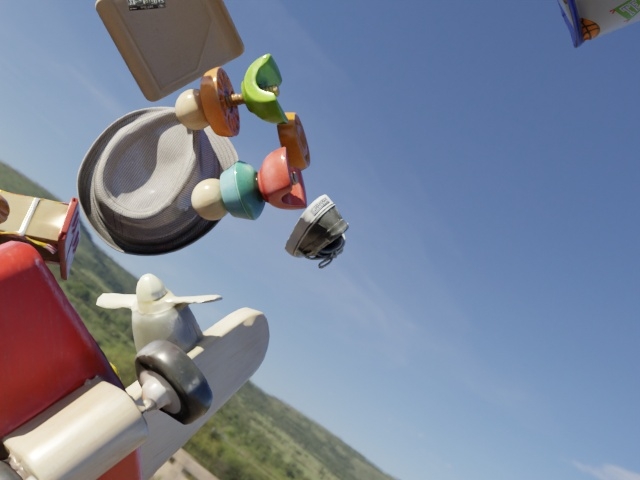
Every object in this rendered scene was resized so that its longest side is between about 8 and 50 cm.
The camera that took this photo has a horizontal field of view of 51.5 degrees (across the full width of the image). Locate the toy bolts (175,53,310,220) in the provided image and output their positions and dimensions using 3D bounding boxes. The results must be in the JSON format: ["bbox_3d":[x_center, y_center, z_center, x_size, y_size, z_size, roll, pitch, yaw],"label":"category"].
[{"bbox_3d":[-0.113,-0.123,0.993,0.159,0.228,0.218,-13,-26,10],"label":"toy bolts"}]

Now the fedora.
[{"bbox_3d":[-0.255,-0.114,1.040,0.244,0.275,0.124,36,-18,1],"label":"fedora"}]

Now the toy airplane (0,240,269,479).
[{"bbox_3d":[-0.226,0.191,0.539,0.273,0.384,0.386,29,0,27],"label":"toy airplane"}]

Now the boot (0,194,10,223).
[{"bbox_3d":[-0.523,-0.083,0.759,0.284,0.108,0.220,7,-10,3],"label":"boot"}]

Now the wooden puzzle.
[{"bbox_3d":[-0.304,-0.435,1.366,0.044,0.239,0.220,31,-30,62],"label":"wooden puzzle"}]

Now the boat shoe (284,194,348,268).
[{"bbox_3d":[0.003,-0.003,1.449,0.105,0.113,0.306,47,-22,6],"label":"boat shoe"}]

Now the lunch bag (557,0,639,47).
[{"bbox_3d":[0.447,-0.511,0.902,0.328,0.238,0.385,-18,-47,19],"label":"lunch bag"}]

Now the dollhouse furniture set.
[{"bbox_3d":[-0.602,0.078,1.246,0.202,0.374,0.152,13,-38,-10],"label":"dollhouse furniture set"}]

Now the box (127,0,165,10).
[{"bbox_3d":[-0.322,-0.464,1.208,0.018,0.067,0.083,148,-69,-76],"label":"box"}]
